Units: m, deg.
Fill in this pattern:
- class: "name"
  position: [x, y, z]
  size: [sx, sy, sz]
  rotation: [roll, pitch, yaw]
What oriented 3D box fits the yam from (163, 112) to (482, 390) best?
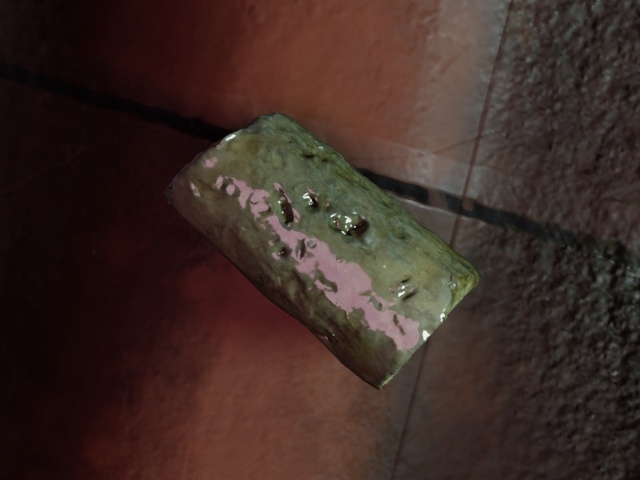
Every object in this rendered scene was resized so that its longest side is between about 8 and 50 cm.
- class: "yam"
  position: [0.000, 0.000, 1.167]
  size: [0.194, 0.107, 0.107]
  rotation: [40, 111, 3]
